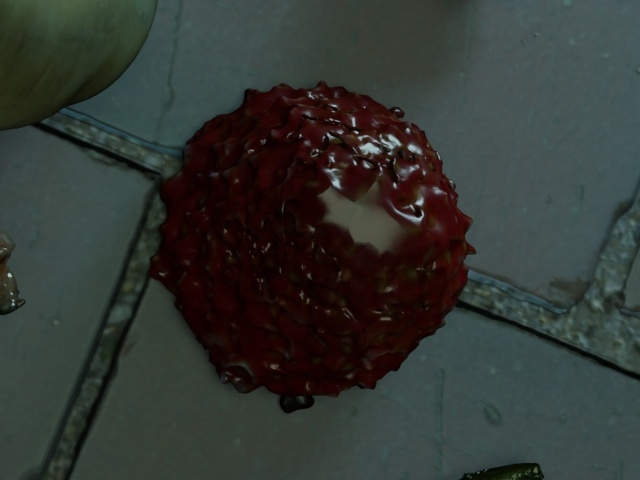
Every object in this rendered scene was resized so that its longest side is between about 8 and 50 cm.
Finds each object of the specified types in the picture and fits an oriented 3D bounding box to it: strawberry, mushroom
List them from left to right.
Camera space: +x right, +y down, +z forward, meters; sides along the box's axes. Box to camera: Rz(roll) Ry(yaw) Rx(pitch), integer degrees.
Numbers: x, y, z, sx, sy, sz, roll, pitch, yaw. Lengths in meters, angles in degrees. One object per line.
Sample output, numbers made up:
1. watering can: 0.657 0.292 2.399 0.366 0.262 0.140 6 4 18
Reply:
1. mushroom: -0.236 -0.162 0.993 0.260 0.254 0.234 34 125 -30
2. strawberry: 0.000 0.000 1.068 0.233 0.178 0.234 1 86 -8

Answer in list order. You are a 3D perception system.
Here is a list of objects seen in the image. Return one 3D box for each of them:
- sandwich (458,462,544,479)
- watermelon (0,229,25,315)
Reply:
1. sandwich: 0.086 0.269 1.132 0.235 0.079 0.159 -27 96 -14
2. watermelon: -0.360 0.004 0.949 0.302 0.264 0.151 -23 109 -24
